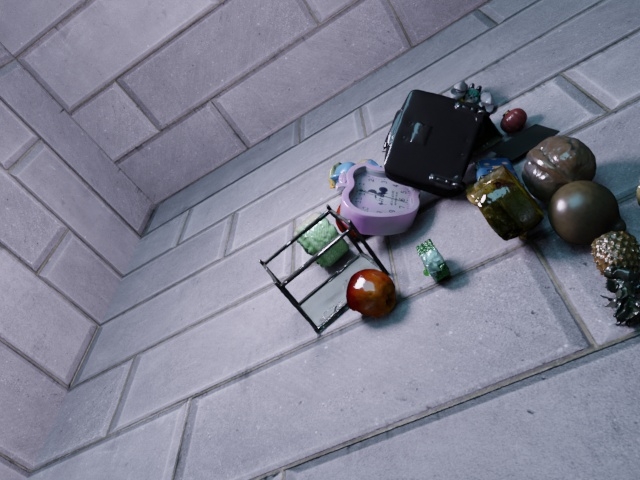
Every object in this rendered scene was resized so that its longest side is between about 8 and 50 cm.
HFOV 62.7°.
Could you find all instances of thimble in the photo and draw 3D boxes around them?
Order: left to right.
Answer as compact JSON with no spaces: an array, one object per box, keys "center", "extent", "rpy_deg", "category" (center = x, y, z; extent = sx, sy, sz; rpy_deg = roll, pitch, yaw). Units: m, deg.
[{"center":[0.000,0.000,2.090],"extent":[0.150,0.219,0.219],"rpy_deg":[-41,29,-3],"category":"thimble"}]

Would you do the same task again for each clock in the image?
[{"center":[0.214,-0.159,2.017],"extent":[0.339,0.102,0.338],"rpy_deg":[4,44,-4],"category":"clock"}]

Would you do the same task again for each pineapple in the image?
[{"center":[0.731,0.095,1.280],"extent":[0.125,0.125,0.251],"rpy_deg":[-18,45,32],"category":"pineapple"}]

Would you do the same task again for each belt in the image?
[{"center":[0.355,0.070,1.691],"extent":[0.079,0.121,0.151],"rpy_deg":[-31,34,8],"category":"belt"}]

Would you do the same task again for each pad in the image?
[{"center":[0.763,-0.371,1.965],"extent":[0.212,0.003,0.143],"rpy_deg":[-31,29,-3],"category":"pad"}]

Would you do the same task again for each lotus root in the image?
[{"center":[0.553,-0.163,1.866],"extent":[0.072,0.063,0.151],"rpy_deg":[0,33,0],"category":"lotus root"}]

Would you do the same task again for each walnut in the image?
[{"center":[0.732,-0.212,1.609],"extent":[0.224,0.224,0.224],"rpy_deg":[-27,31,18],"category":"walnut"}]

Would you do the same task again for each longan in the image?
[{"center":[0.737,-0.071,1.452],"extent":[0.205,0.159,0.184],"rpy_deg":[25,80,17],"category":"longan"}]

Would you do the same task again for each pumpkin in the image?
[{"center":[0.580,-0.105,1.614],"extent":[0.139,0.221,0.317],"rpy_deg":[-39,4,20],"category":"pumpkin"}]

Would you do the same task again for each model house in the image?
[{"center":[0.590,-0.464,2.147],"extent":[0.211,0.204,0.243],"rpy_deg":[-30,13,17],"category":"model house"}]

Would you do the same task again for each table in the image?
[{"center":[0.008,0.097,1.878],"extent":[0.335,0.272,0.222],"rpy_deg":[-40,29,-4],"category":"table"}]

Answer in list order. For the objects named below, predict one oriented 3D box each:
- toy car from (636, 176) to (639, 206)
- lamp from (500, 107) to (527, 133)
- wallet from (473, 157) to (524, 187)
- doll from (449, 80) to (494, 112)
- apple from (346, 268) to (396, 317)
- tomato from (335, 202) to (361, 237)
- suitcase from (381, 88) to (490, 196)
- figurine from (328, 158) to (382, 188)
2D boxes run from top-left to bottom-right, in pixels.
[{"center":[0.969,-0.165,1.377],"extent":[0.257,0.101,0.124],"rpy_deg":[-36,33,0],"category":"toy car"},{"center":[0.753,-0.467,2.049],"extent":[0.107,0.092,0.107],"rpy_deg":[-40,-6,-5],"category":"lamp"},{"center":[0.619,-0.224,1.843],"extent":[0.141,0.059,0.202],"rpy_deg":[-4,36,6],"category":"wallet"},{"center":[0.653,-0.635,2.328],"extent":[0.195,0.153,0.258],"rpy_deg":[0,47,-6],"category":"doll"},{"center":[0.169,0.170,1.735],"extent":[0.158,0.146,0.156],"rpy_deg":[-4,22,44],"category":"apple"},{"center":[0.145,-0.107,2.146],"extent":[0.195,0.136,0.195],"rpy_deg":[-38,22,19],"category":"tomato"},{"center":[0.411,-0.358,1.944],"extent":[0.188,0.340,0.344],"rpy_deg":[30,-100,-81],"category":"suitcase"},{"center":[0.149,-0.300,2.417],"extent":[0.262,0.153,0.180],"rpy_deg":[-6,31,49],"category":"figurine"}]
